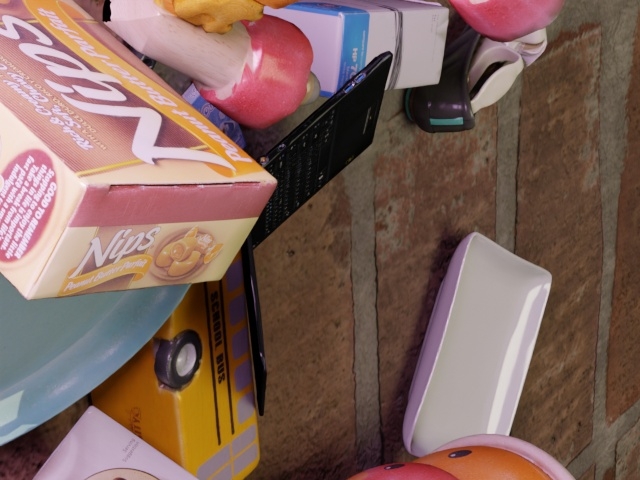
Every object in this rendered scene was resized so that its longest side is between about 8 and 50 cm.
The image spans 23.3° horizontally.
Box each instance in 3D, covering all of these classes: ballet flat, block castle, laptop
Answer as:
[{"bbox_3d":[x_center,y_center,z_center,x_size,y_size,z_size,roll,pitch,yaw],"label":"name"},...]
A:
[{"bbox_3d":[0.200,-0.219,1.771,0.280,0.096,0.095,-57,143,-28],"label":"ballet flat"},{"bbox_3d":[0.014,-0.333,1.116,0.213,0.303,0.453,23,57,-51],"label":"block castle"},{"bbox_3d":[0.000,0.000,1.361,0.264,0.136,0.234,-42,171,-13],"label":"laptop"}]

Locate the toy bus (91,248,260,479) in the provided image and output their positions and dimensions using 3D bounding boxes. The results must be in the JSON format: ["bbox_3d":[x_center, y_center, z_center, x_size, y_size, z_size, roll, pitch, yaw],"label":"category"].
[{"bbox_3d":[-0.132,0.131,1.378,0.130,0.108,0.332,-37,131,-48],"label":"toy bus"}]

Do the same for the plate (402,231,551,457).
[{"bbox_3d":[0.192,0.144,1.952,0.278,0.045,0.277,23,81,-58],"label":"plate"}]

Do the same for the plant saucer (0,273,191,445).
[{"bbox_3d":[-0.228,0.063,1.125,0.318,0.043,0.317,-31,159,-13],"label":"plant saucer"}]

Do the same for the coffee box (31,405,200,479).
[{"bbox_3d":[-0.204,0.298,1.208,0.297,0.168,0.119,-54,179,-44],"label":"coffee box"}]

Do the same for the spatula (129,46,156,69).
[{"bbox_3d":[-0.105,-0.261,1.335,0.296,0.030,0.084,-67,149,-15],"label":"spatula"}]

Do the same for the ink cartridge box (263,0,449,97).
[{"bbox_3d":[0.012,-0.187,1.444,0.191,0.140,0.082,-13,112,-55],"label":"ink cartridge box"}]

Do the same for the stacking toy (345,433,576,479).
[{"bbox_3d":[0.045,0.355,1.621,0.480,0.351,0.350,16,89,-43],"label":"stacking toy"}]

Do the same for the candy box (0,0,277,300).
[{"bbox_3d":[-0.199,-0.096,0.979,0.183,0.316,0.087,-5,132,-56],"label":"candy box"}]

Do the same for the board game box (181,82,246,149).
[{"bbox_3d":[-0.110,-0.091,1.406,0.090,0.020,0.090,-54,141,-31],"label":"board game box"}]
